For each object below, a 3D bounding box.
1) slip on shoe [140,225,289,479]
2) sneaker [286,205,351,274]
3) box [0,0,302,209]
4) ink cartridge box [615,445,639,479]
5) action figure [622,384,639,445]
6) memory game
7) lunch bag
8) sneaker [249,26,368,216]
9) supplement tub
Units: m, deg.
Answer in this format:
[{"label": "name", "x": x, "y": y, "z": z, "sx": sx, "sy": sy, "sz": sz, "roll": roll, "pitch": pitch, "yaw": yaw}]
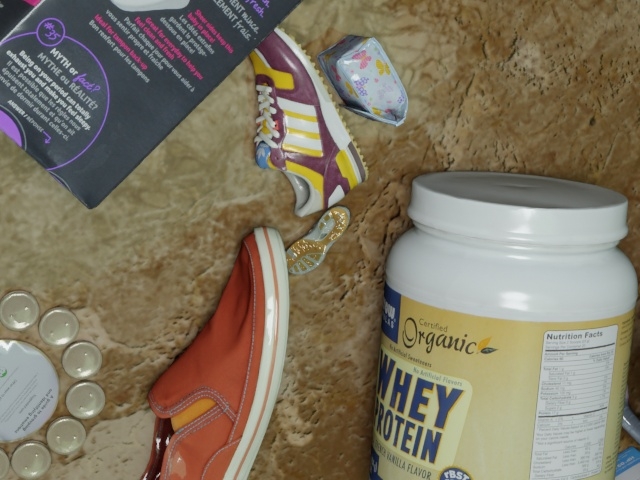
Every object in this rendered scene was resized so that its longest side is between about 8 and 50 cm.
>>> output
[{"label": "slip on shoe", "x": -0.103, "y": 0.142, "z": 1.168, "sx": 0.101, "sy": 0.123, "sz": 0.331, "roll": 16, "pitch": 102, "yaw": -15}, {"label": "sneaker", "x": 0.000, "y": 0.000, "z": 1.206, "sx": 0.083, "sy": 0.037, "sz": 0.032, "roll": -43, "pitch": 90, "yaw": 21}, {"label": "box", "x": -0.164, "y": -0.190, "z": 1.036, "sx": 0.270, "sy": 0.143, "sz": 0.165, "roll": -45, "pitch": 129, "yaw": -2}, {"label": "ink cartridge box", "x": 0.353, "y": 0.295, "z": 1.294, "sx": 0.061, "sy": 0.181, "sz": 0.104, "roll": -29, "pitch": 108, "yaw": -8}, {"label": "action figure", "x": 0.432, "y": 0.155, "z": 1.231, "sx": 0.248, "sy": 0.276, "sz": 0.370, "roll": -40, "pitch": 146, "yaw": 2}, {"label": "memory game", "x": -0.287, "y": 0.134, "z": 1.165, "sx": 0.186, "sy": 0.012, "sz": 0.186, "roll": -4, "pitch": 103, "yaw": -16}, {"label": "lunch bag", "x": 0.040, "y": -0.140, "z": 1.163, "sx": 0.053, "sy": 0.071, "sz": 0.083, "roll": -36, "pitch": 110, "yaw": -7}, {"label": "sneaker", "x": -0.031, "y": -0.108, "z": 1.151, "sx": 0.084, "sy": 0.069, "sz": 0.185, "roll": -36, "pitch": 109, "yaw": -11}, {"label": "supplement tub", "x": 0.166, "y": 0.106, "z": 1.173, "sx": 0.228, "sy": 0.228, "sz": 0.316, "roll": 0, "pitch": 102, "yaw": -16}]
